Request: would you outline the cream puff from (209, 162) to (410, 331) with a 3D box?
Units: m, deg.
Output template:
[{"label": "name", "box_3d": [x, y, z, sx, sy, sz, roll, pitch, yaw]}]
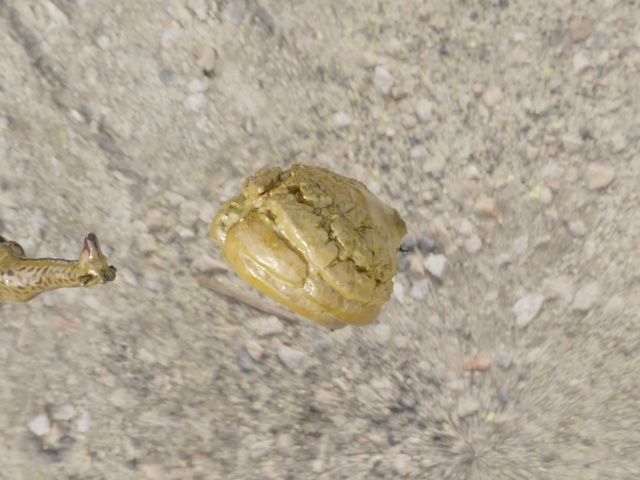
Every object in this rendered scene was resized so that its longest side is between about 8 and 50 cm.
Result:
[{"label": "cream puff", "box_3d": [0.000, 0.000, 1.000, 0.189, 0.189, 0.129, 35, 98, 13]}]

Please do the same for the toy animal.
[{"label": "toy animal", "box_3d": [-0.319, 0.015, 1.119, 0.276, 0.054, 0.149, 28, 117, 27]}]
